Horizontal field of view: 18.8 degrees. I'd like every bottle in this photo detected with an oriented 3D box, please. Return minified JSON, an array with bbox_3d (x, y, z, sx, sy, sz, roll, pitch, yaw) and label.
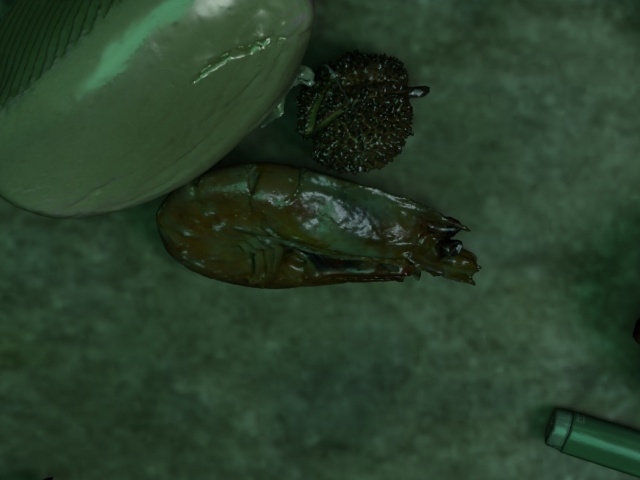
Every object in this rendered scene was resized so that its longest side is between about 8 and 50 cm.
[{"bbox_3d":[0.192,0.136,1.287,0.083,0.030,0.030,17,101,0],"label":"bottle"}]

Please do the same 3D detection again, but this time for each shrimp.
[{"bbox_3d":[0.000,-0.001,1.253,0.217,0.115,0.051,8,58,-12],"label":"shrimp"}]

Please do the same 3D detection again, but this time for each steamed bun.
[{"bbox_3d":[-0.102,-0.105,1.192,0.239,0.170,0.152,-43,116,10],"label":"steamed bun"}]

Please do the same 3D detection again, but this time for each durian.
[{"bbox_3d":[0.027,-0.082,1.229,0.091,0.080,0.080,-13,100,-5],"label":"durian"}]

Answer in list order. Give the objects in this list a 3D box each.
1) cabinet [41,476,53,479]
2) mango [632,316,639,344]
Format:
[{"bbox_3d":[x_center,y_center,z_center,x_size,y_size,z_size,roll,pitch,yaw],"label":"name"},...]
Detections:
[{"bbox_3d":[-0.232,0.294,1.277,0.175,0.148,0.215,-17,104,5],"label":"cabinet"},{"bbox_3d":[0.373,0.089,1.214,0.359,0.144,0.187,19,104,-4],"label":"mango"}]
